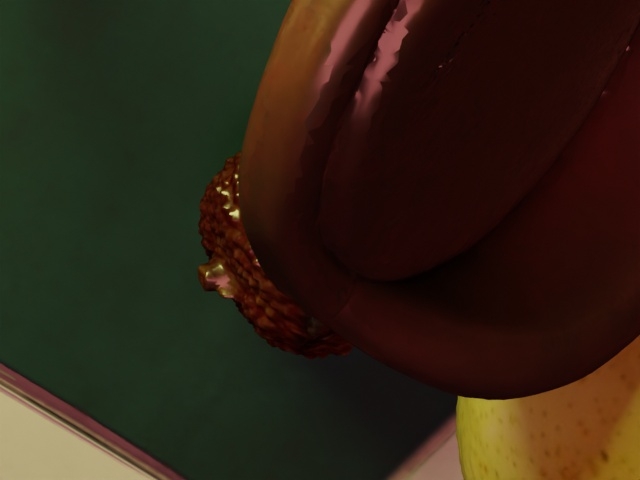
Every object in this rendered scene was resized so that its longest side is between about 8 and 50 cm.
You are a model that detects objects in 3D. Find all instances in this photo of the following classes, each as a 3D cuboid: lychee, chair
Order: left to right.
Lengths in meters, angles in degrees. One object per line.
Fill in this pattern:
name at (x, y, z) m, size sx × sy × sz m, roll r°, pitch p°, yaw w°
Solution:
chair at (-0.031, -0.131, 0.535) m, size 0.401 × 0.226 × 0.227 m, roll 37°, pitch 125°, yaw 22°
lychee at (0.001, 0.003, 0.773) m, size 0.129 × 0.123 × 0.123 m, roll 1°, pitch 126°, yaw -24°

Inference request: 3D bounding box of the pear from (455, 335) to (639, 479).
pear at (0.215, 0.086, 0.673) m, size 0.309 × 0.309 × 0.309 m, roll 4°, pitch 121°, yaw 7°
